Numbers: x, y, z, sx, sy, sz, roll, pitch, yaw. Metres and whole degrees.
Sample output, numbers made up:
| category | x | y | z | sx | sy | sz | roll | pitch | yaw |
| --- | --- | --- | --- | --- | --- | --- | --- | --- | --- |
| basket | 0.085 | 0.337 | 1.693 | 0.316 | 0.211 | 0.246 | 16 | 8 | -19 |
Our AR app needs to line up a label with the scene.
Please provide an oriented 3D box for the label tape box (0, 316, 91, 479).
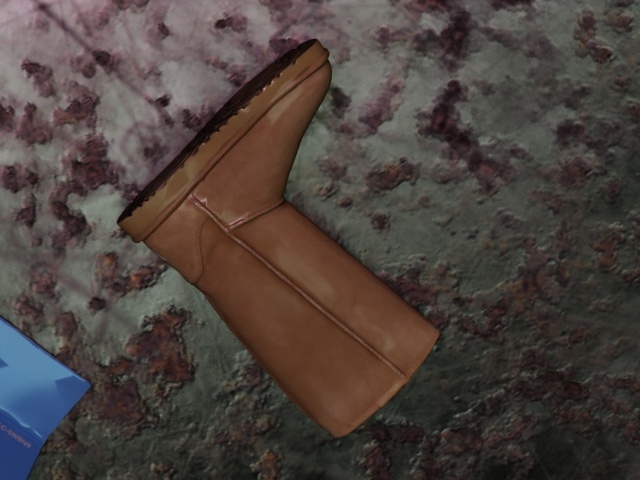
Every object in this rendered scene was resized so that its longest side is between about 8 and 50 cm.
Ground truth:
| category | x | y | z | sx | sy | sz | roll | pitch | yaw |
| --- | --- | --- | --- | --- | --- | --- | --- | --- | --- |
| label tape box | -0.385 | 0.190 | 1.049 | 0.240 | 0.106 | 0.334 | 39 | 95 | -15 |

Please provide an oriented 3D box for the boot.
| category | x | y | z | sx | sy | sz | roll | pitch | yaw |
| --- | --- | --- | --- | --- | --- | --- | --- | --- | --- |
| boot | 0.000 | 0.000 | 1.076 | 0.236 | 0.089 | 0.269 | -43 | 106 | 14 |
